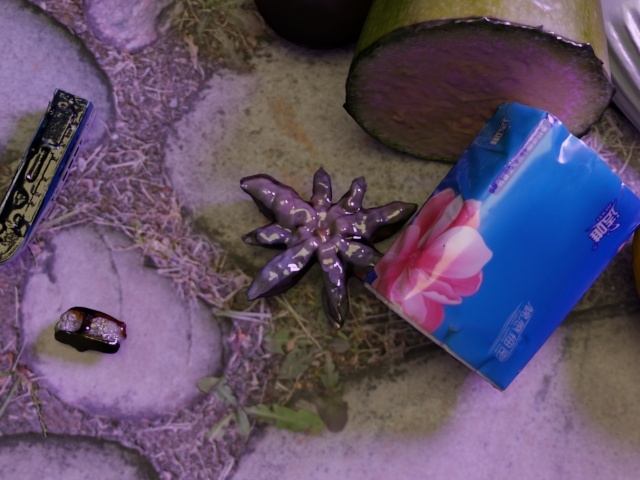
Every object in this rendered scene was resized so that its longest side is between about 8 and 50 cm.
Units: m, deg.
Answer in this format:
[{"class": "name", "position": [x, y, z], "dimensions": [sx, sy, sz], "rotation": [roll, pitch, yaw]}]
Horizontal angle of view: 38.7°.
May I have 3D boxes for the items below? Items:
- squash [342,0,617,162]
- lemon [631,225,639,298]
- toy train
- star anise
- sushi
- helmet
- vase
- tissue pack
[{"class": "squash", "position": [0.187, -0.294, 1.090], "dimensions": [0.311, 0.310, 0.308], "rotation": [4, 69, 0]}, {"class": "lemon", "position": [0.471, 0.019, 1.031], "dimensions": [0.229, 0.228, 0.253], "rotation": [-3, 71, -2]}, {"class": "toy train", "position": [-0.352, -0.075, 1.139], "dimensions": [0.052, 0.051, 0.233], "rotation": [20, 78, 5]}, {"class": "star anise", "position": [0.000, 0.000, 1.100], "dimensions": [0.236, 0.093, 0.229], "rotation": [44, 77, 9]}, {"class": "sushi", "position": [-0.275, 0.107, 1.099], "dimensions": [0.083, 0.044, 0.046], "rotation": [15, 52, 1]}, {"class": "helmet", "position": [0.001, -0.354, 1.169], "dimensions": [0.189, 0.193, 0.215], "rotation": [7, 103, 0]}, {"class": "vase", "position": [0.421, -0.212, 1.157], "dimensions": [0.128, 0.128, 0.248], "rotation": [-27, 85, -8]}, {"class": "tissue pack", "position": [0.211, 0.010, 1.017], "dimensions": [0.209, 0.137, 0.269], "rotation": [39, 89, -28]}]
